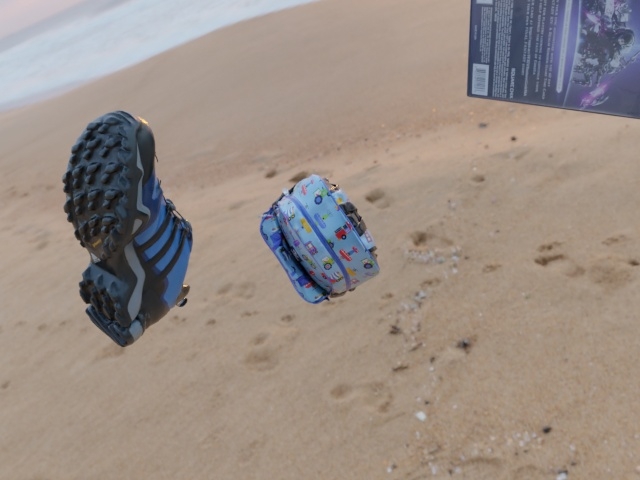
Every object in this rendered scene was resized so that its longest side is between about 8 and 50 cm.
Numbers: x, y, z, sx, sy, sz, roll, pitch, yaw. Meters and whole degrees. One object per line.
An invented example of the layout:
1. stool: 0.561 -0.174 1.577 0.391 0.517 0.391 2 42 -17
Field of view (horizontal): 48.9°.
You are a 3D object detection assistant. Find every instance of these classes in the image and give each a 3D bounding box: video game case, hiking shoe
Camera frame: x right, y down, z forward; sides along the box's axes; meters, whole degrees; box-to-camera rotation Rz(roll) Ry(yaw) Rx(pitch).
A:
1. video game case: 0.331 -0.268 0.934 0.274 0.196 0.026 14 38 27
2. hiking shoe: -0.215 -0.022 0.826 0.113 0.304 0.132 31 40 24

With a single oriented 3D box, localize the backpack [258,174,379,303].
1. backpack: 0.000 0.000 0.864 0.117 0.158 0.173 -32 2 -4
